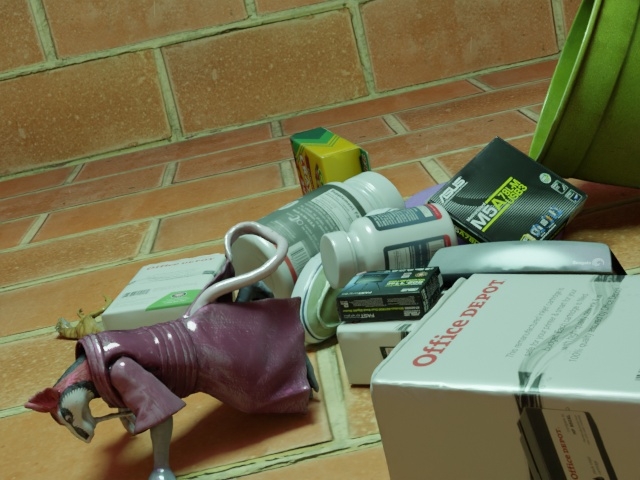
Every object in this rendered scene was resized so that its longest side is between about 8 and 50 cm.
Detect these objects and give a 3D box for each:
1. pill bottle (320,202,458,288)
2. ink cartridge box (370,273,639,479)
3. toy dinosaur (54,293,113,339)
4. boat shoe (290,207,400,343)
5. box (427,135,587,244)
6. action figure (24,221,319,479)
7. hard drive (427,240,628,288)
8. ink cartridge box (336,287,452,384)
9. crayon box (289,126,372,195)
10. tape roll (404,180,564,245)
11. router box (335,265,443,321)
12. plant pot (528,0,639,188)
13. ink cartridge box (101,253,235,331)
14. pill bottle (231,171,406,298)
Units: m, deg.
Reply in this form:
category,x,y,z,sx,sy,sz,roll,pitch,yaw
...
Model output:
category,x,y,z,sx,sy,sz,roll,pitch,yaw
pill bottle,0.096,0.013,1.469,0.180,0.108,0.108,-11,16,-17
ink cartridge box,0.291,0.155,1.015,0.395,0.166,0.285,-1,20,31
toy dinosaur,-0.377,0.150,1.719,0.112,0.064,0.211,-44,22,-28
boat shoe,0.062,0.041,1.559,0.094,0.109,0.302,-6,33,45
box,0.297,-0.057,1.625,0.184,0.045,0.191,39,62,19
action figure,-0.177,0.145,1.246,0.370,0.275,0.248,-7,17,-36
hard drive,0.290,0.051,1.393,0.255,0.054,0.172,-2,-21,30
ink cartridge box,0.146,0.125,1.351,0.203,0.085,0.148,-3,18,31
crayon box,0.031,-0.094,1.948,0.081,0.202,0.318,-16,17,-11
tape roll,0.284,-0.039,1.787,0.275,0.090,0.275,-12,17,4
router box,0.092,0.071,1.351,0.122,0.038,0.092,-6,18,25
plant pot,0.580,-0.234,1.729,0.353,0.366,0.366,18,22,5
ink cartridge box,-0.241,0.108,1.671,0.160,0.092,0.219,-8,17,11
pill bottle,0.000,0.000,1.695,0.283,0.161,0.161,-30,24,-32
